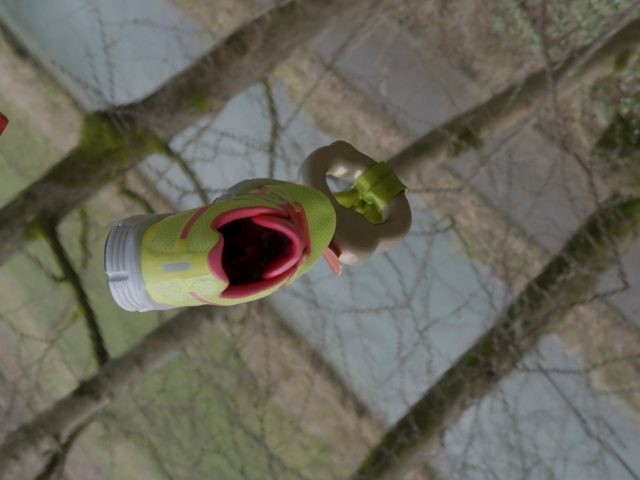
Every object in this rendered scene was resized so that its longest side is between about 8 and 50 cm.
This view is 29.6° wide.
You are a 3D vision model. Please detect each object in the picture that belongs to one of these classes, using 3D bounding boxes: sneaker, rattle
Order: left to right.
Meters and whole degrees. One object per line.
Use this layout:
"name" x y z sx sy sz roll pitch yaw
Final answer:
"sneaker" -0.040 0.005 0.791 0.094 0.208 0.081 -5 100 35
"rattle" 0.000 0.000 1.182 0.143 0.199 0.130 -30 115 34

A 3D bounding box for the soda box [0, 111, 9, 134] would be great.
"soda box" -0.243 0.026 0.474 0.083 0.263 0.092 31 174 18
